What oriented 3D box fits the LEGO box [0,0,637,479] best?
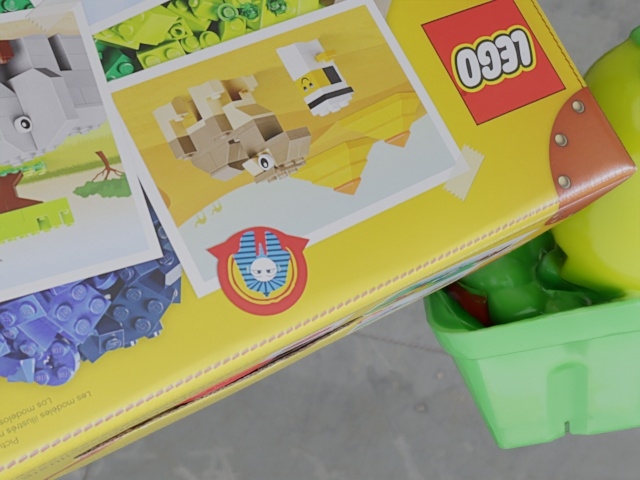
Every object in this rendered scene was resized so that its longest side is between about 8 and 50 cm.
[{"bbox_3d":[-0.136,-0.078,0.468,0.500,0.373,0.193,-24,170,-20],"label":"LEGO box"}]

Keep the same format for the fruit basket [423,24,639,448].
[{"bbox_3d":[0.257,-0.023,0.652,0.392,0.283,0.392,0,117,0],"label":"fruit basket"}]
